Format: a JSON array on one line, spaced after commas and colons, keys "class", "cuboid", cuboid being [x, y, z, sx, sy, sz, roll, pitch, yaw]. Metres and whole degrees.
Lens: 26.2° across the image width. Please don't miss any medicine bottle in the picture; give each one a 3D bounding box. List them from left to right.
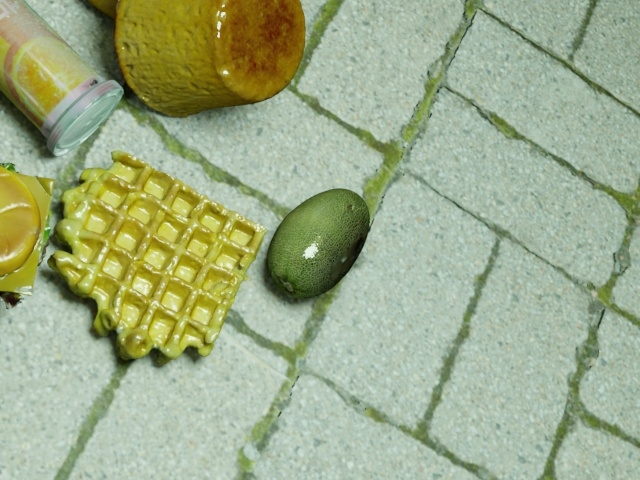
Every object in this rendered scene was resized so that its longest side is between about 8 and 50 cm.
[{"class": "medicine bottle", "cuboid": [-0.410, -0.280, 1.546, 0.426, 0.108, 0.108, 44, 54, 2]}]

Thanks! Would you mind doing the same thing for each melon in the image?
[{"class": "melon", "cuboid": [0.000, 0.000, 1.606, 0.099, 0.099, 0.162, 40, 53, -2]}]

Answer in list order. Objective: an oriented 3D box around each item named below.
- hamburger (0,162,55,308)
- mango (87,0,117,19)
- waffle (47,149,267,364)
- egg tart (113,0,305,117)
[{"class": "hamburger", "cuboid": [-0.362, -0.007, 1.429, 0.164, 0.093, 0.190, 25, 54, -11]}, {"class": "mango", "cuboid": [-0.249, -0.367, 1.669, 0.262, 0.109, 0.157, 51, 49, 3]}, {"class": "waffle", "cuboid": [-0.196, 0.029, 1.516, 0.229, 0.057, 0.219, 28, 55, -10]}, {"class": "egg tart", "cuboid": [-0.122, -0.246, 1.602, 0.215, 0.170, 0.215, -13, 108, -47]}]
